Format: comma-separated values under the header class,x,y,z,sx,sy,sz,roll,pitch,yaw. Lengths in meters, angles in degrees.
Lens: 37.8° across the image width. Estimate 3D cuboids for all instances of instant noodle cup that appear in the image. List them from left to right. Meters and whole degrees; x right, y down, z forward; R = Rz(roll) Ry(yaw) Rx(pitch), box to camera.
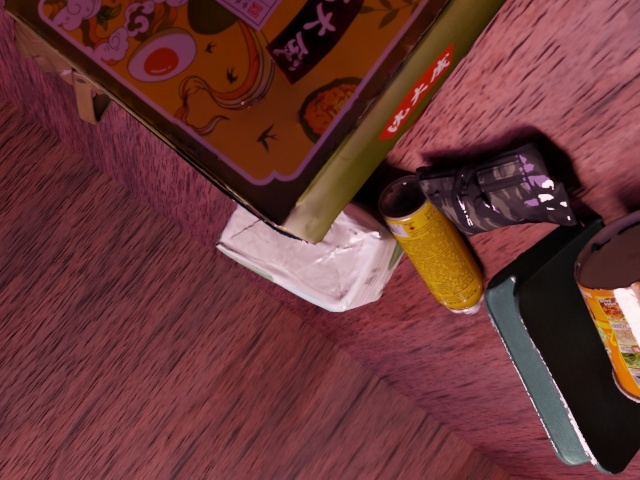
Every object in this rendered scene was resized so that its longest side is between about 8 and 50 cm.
class,x,y,z,sx,sy,sz,roll,pitch,yaw
instant noodle cup,0.453,0.074,1.229,0.182,0.230,0.230,55,158,-19

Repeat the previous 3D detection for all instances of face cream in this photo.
class,x,y,z,sx,sy,sz,roll,pitch,yaw
face cream,0.221,0.027,1.725,0.105,0.105,0.348,20,156,43

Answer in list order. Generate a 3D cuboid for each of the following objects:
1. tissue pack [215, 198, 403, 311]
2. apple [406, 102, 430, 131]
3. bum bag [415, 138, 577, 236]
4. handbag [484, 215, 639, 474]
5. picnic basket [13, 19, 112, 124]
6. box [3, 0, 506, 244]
class,x,y,z,sx,sy,sz,roll,pitch,yaw
tissue pack,-0.001,0.001,1.743,0.266,0.193,0.356,28,-175,13
apple,-0.005,-0.234,1.175,0.317,0.288,0.288,-4,138,50
bum bag,0.259,-0.068,1.423,0.144,0.095,0.340,57,157,-12
handbag,0.390,0.153,1.372,0.089,0.238,0.326,-12,109,59
picnic basket,-0.347,-0.358,1.547,0.291,0.254,0.321,20,160,-2
box,-0.061,-0.264,0.959,0.420,0.373,0.138,39,-176,18
